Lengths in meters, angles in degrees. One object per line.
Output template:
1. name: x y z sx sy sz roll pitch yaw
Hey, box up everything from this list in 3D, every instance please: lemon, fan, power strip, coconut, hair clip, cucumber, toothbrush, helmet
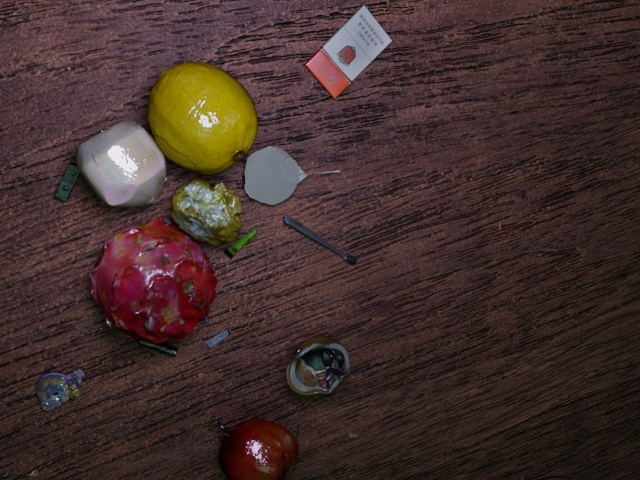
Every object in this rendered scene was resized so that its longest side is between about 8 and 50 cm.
1. lemon: -0.317 -0.326 1.492 0.296 0.297 0.297 -4 108 -13
2. fan: -0.082 -0.202 1.711 0.309 0.010 0.182 -5 111 -18
3. power strip: -0.716 -0.165 1.579 0.037 0.029 0.111 24 100 -20
4. coconut: -0.530 -0.199 1.514 0.227 0.227 0.231 -32 112 -3
5. hair clip: -0.824 0.460 1.748 0.172 0.049 0.116 -28 99 4
6. cucumber: -0.526 0.340 1.789 0.133 0.032 0.032 24 100 -20
7. toothbrush: 0.000 0.000 1.819 0.297 0.030 0.030 32 71 -20
8. helmet: -0.011 0.412 1.893 0.224 0.130 0.198 -34 109 9

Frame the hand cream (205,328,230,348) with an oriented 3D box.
1. hand cream: -0.337 0.324 1.844 0.093 0.019 0.030 -32 114 5

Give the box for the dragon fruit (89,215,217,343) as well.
1. dragon fruit: -0.483 0.139 1.634 0.370 0.249 0.387 7 108 -21

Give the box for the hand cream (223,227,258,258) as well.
1. hand cream: -0.250 0.008 1.760 0.122 0.023 0.036 -40 116 5

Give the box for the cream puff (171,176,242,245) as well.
1. cream puff: -0.325 -0.091 1.633 0.220 0.195 0.195 31 98 -10

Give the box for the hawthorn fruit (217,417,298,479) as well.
1. hawthorn fruit: -0.232 0.701 1.885 0.300 0.254 0.254 45 93 4

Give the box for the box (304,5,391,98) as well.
1. box: 0.082 -0.559 1.656 0.245 0.035 0.139 -44 113 1

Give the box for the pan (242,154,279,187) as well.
1. pan: -0.210 -0.225 1.683 0.114 0.040 0.212 -38 119 0
